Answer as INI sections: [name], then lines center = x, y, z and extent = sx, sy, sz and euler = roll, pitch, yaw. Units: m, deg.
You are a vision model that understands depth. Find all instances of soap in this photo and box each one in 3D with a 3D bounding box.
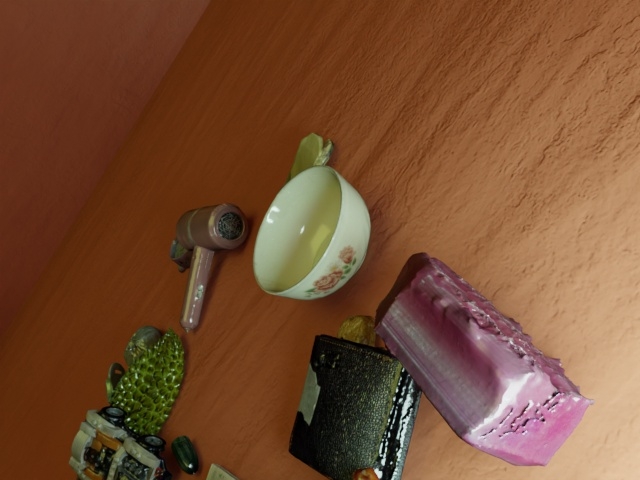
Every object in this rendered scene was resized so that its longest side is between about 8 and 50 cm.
[soap]
center = 0.189, 0.137, 0.798
extent = 0.127, 0.220, 0.325
euler = -51, 35, 11

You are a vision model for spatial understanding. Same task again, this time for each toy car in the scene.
[toy car]
center = -0.479, 0.531, 1.473
extent = 0.301, 0.118, 0.193
euler = 22, 95, 34

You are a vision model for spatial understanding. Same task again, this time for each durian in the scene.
[durian]
center = -0.457, 0.413, 1.634
extent = 0.351, 0.158, 0.169
euler = -62, -2, 1

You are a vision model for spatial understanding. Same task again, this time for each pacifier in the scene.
[pacifier]
center = -0.552, 0.421, 1.762
extent = 0.117, 0.126, 0.150
euler = -17, 64, 3

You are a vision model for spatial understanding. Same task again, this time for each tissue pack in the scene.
[tissue pack]
center = -0.200, 0.501, 1.256
extent = 0.108, 0.023, 0.056
euler = 3, 71, 55

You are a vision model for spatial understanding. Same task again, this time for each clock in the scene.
[clock]
center = -0.404, 0.031, 1.856
extent = 0.153, 0.050, 0.110
euler = -18, 53, 48

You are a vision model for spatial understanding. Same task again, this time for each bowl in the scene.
[bowl]
center = 0.000, 0.000, 1.227
extent = 0.277, 0.145, 0.277
euler = -36, 40, 37

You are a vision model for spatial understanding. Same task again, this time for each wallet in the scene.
[wallet]
center = 0.049, 0.275, 0.994
extent = 0.262, 0.071, 0.220
euler = 4, 80, 54

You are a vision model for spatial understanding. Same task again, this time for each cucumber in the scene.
[cucumber]
center = -0.304, 0.490, 1.387
extent = 0.048, 0.048, 0.105
euler = -61, 33, 3

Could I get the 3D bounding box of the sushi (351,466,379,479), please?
[sushi]
center = 0.095, 0.419, 0.822
extent = 0.103, 0.097, 0.226
euler = -36, 57, 23

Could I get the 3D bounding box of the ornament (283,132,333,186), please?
[ornament]
center = -0.040, -0.144, 1.472
extent = 0.180, 0.059, 0.201
euler = -28, 48, 46

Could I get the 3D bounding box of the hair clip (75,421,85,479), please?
[hair clip]
center = -0.677, 0.636, 1.782
extent = 0.173, 0.069, 0.300
euler = -56, 23, 8

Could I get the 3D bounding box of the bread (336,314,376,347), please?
[bread]
center = 0.066, 0.173, 1.102
extent = 0.081, 0.046, 0.083
euler = -48, 33, 13

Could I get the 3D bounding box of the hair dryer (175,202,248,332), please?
[hair dryer]
center = -0.312, 0.078, 1.660
extent = 0.210, 0.125, 0.352
euler = -4, 74, 52

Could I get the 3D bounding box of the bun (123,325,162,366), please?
[bun]
center = -0.520, 0.314, 1.785
extent = 0.141, 0.083, 0.140
euler = -32, 42, 35
